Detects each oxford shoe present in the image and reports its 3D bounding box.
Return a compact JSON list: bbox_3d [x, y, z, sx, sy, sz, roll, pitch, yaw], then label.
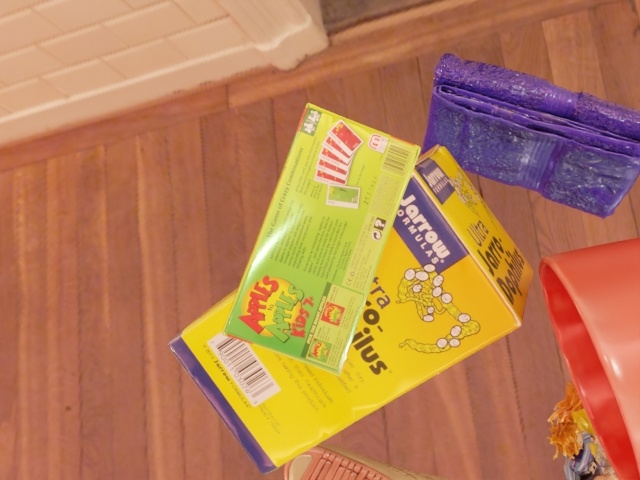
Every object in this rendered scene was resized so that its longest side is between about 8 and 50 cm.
[{"bbox_3d":[0.132,0.402,1.165,0.397,0.146,0.140,30,112,3],"label":"oxford shoe"}]

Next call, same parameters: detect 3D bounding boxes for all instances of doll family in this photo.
[{"bbox_3d":[0.349,0.278,1.023,0.118,0.163,0.263,-10,30,34],"label":"doll family"}]

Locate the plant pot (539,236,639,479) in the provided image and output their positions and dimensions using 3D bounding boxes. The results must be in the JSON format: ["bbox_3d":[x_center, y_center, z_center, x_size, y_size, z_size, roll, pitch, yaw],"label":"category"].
[{"bbox_3d":[0.384,0.103,0.795,0.243,0.275,0.275,-20,70,8],"label":"plant pot"}]

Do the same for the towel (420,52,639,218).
[{"bbox_3d":[0.293,-0.135,1.124,0.308,0.228,0.076,21,64,13],"label":"towel"}]

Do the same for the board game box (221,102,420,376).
[{"bbox_3d":[0.000,0.000,0.599,0.092,0.043,0.181,21,83,-4],"label":"board game box"}]

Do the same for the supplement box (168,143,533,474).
[{"bbox_3d":[0.039,0.077,0.921,0.356,0.194,0.195,-36,91,23],"label":"supplement box"}]
